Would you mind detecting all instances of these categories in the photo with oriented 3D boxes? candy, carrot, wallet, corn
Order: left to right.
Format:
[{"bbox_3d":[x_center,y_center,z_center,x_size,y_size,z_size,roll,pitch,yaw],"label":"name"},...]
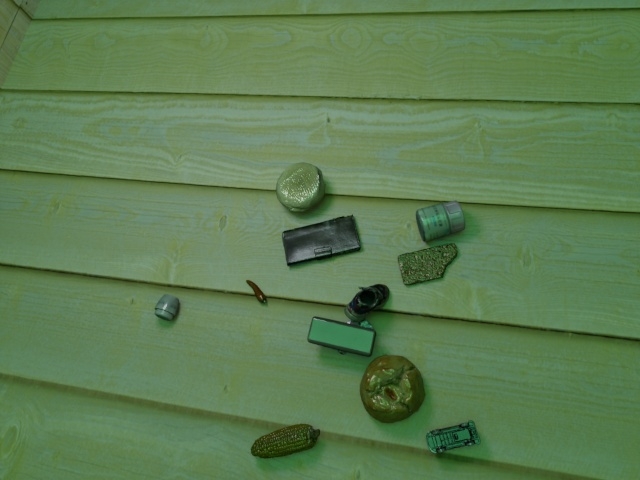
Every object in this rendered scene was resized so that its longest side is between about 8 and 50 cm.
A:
[{"bbox_3d":[-0.264,0.209,2.008,0.035,0.035,0.142,-39,60,-5],"label":"carrot"},{"bbox_3d":[-0.125,0.726,1.750,0.261,0.097,0.097,-19,67,7],"label":"corn"},{"bbox_3d":[0.000,0.000,2.029,0.317,0.044,0.169,-14,64,4],"label":"wallet"},{"bbox_3d":[0.119,0.354,1.854,0.160,0.073,0.092,-35,65,-3],"label":"candy"}]

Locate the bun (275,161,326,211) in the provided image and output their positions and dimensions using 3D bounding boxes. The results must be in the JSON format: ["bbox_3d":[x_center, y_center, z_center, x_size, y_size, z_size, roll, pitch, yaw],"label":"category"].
[{"bbox_3d":[-0.077,-0.217,2.078,0.220,0.134,0.220,-4,72,13],"label":"bun"}]

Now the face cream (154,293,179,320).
[{"bbox_3d":[-0.638,0.279,2.022,0.091,0.091,0.095,11,64,15],"label":"face cream"}]

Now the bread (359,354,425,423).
[{"bbox_3d":[0.252,0.523,1.732,0.244,0.134,0.245,-3,72,8],"label":"bread"}]

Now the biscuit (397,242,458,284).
[{"bbox_3d":[0.431,0.094,1.918,0.236,0.026,0.131,-13,69,5],"label":"biscuit"}]

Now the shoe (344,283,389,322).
[{"bbox_3d":[0.186,0.208,1.835,0.099,0.125,0.227,39,48,22],"label":"shoe"}]

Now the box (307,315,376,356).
[{"bbox_3d":[0.078,0.354,1.793,0.243,0.055,0.103,11,75,14],"label":"box"}]

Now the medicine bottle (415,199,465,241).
[{"bbox_3d":[0.473,-0.079,1.919,0.168,0.135,0.135,-14,67,4],"label":"medicine bottle"}]

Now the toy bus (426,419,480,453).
[{"bbox_3d":[0.450,0.675,1.664,0.174,0.077,0.079,-16,67,5],"label":"toy bus"}]
